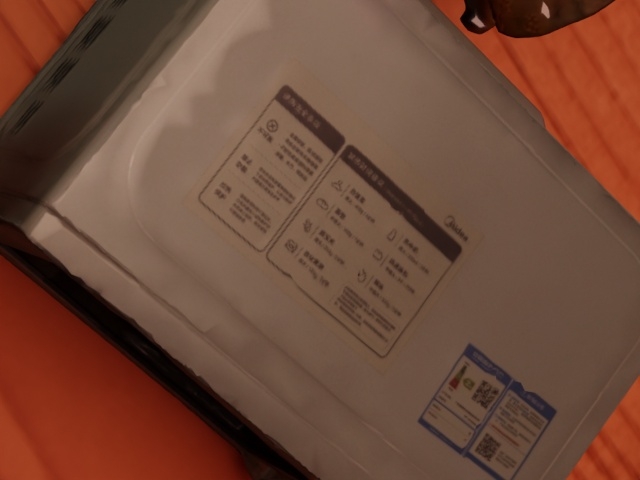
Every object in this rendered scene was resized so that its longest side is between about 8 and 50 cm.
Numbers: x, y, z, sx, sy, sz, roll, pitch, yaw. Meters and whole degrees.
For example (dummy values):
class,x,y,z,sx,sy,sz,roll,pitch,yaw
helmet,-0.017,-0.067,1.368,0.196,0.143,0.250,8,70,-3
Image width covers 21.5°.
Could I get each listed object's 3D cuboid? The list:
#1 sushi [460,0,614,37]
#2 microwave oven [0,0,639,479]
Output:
class,x,y,z,sx,sy,sz,roll,pitch,yaw
sushi,0.103,-0.232,0.624,0.182,0.196,0.343,43,66,-26
microwave oven,0.000,0.000,0.588,0.208,0.122,0.162,43,77,-23
